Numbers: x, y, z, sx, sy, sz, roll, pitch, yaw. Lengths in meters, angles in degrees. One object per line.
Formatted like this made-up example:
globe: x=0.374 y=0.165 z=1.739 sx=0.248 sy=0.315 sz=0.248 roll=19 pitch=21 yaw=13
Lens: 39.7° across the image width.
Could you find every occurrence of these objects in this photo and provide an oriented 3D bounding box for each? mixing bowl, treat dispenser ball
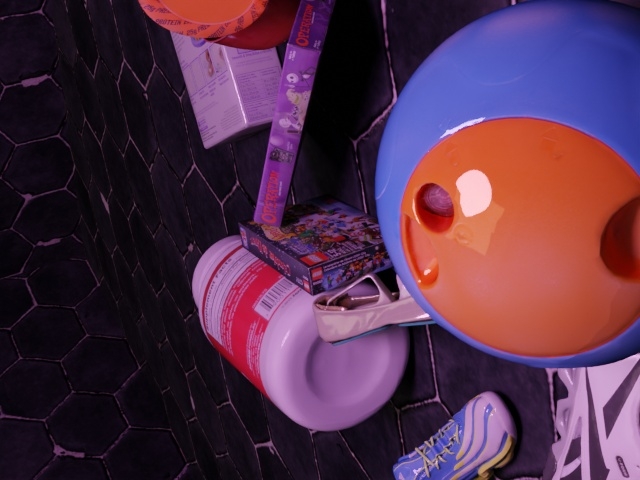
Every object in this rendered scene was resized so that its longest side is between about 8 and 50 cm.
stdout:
mixing bowl: x=-0.081 y=-0.342 z=1.264 sx=0.181 sy=0.098 sz=0.182 roll=-35 pitch=43 yaw=40
treat dispenser ball: x=0.186 y=-0.044 z=0.700 sx=0.288 sy=0.288 sz=0.288 roll=46 pitch=145 yaw=45

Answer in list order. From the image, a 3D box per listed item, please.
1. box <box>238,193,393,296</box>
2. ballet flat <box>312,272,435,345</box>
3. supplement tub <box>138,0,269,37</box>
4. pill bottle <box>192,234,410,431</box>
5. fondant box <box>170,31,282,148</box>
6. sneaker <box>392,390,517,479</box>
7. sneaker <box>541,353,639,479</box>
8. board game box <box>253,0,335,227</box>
box: x=0.000 y=0.000 z=1.293 sx=0.233 sy=0.159 sz=0.044 roll=30 pitch=133 yaw=56
ballet flat: x=0.094 y=0.075 z=1.124 sx=0.248 sy=0.086 sz=0.086 roll=-17 pitch=91 yaw=31
supplement tub: x=-0.152 y=-0.439 z=1.135 sx=0.207 sy=0.207 sz=0.338 roll=114 pitch=155 yaw=-57
pill bottle: x=-0.056 y=0.121 z=1.413 sx=0.407 sy=0.228 sz=0.229 roll=28 pitch=131 yaw=59
fondant box: x=-0.169 y=-0.340 z=1.502 sx=0.238 sy=0.096 sz=0.331 roll=-7 pitch=101 yaw=66
sneaker: x=0.171 y=0.289 z=1.167 sx=0.091 sy=0.126 sz=0.240 roll=56 pitch=152 yaw=31
sneaker: x=0.300 y=0.223 z=0.846 sx=0.146 sy=0.122 sz=0.331 roll=36 pitch=139 yaw=56
board game box: x=-0.031 y=-0.201 z=1.218 sx=0.347 sy=0.056 sz=0.208 roll=107 pitch=172 yaw=-52
